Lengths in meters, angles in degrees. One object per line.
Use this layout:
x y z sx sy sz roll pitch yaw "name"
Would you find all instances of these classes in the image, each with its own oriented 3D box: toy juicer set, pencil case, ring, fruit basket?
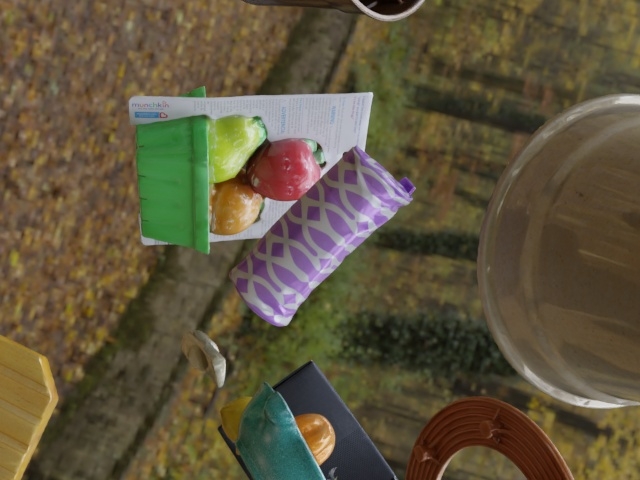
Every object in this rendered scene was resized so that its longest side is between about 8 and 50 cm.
-0.043 0.183 1.107 0.209 0.089 0.329 44 -20 59 "toy juicer set"
0.000 0.000 1.153 0.206 0.088 0.086 -45 -137 12 "pencil case"
0.197 0.358 1.368 0.336 0.032 0.337 7 -81 57 "ring"
-0.110 -0.115 1.749 0.327 0.353 0.165 95 -16 -51 "fruit basket"

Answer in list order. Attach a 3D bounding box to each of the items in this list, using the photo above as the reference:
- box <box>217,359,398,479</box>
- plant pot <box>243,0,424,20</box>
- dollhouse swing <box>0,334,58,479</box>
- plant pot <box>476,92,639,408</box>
-0.019 0.325 1.708 0.183 0.233 0.059 -35 155 -4 "box"
-0.003 -0.281 1.027 0.167 0.165 0.167 -10 103 -48 "plant pot"
-0.548 0.208 1.332 0.347 0.305 0.315 -64 156 -2 "dollhouse swing"
0.362 0.037 1.053 0.305 0.333 0.334 -155 -100 -68 "plant pot"
